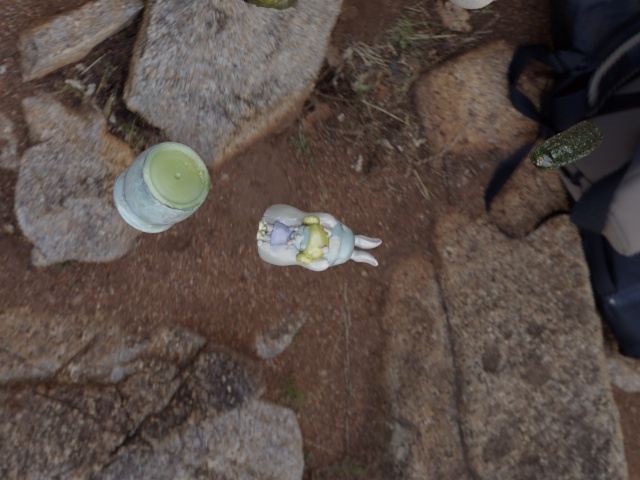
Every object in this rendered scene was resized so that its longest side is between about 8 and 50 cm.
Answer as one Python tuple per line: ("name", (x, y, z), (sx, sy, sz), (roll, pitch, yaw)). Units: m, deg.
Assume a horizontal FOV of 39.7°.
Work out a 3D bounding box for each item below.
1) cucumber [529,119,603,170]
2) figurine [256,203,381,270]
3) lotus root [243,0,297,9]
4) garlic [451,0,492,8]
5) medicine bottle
("cucumber", (0.447, -0.169, 1.643), (0.068, 0.294, 0.067), (13, 113, 32))
("figurine", (0.000, 0.000, 1.765), (0.236, 0.155, 0.127), (9, 76, 7))
("lotus root", (-0.067, -0.572, 1.669), (0.152, 0.160, 0.274), (-1, 117, -40))
("garlic", (0.267, -0.534, 1.604), (0.228, 0.152, 0.227), (-5, 97, -45))
("medicine bottle", (-0.300, -0.099, 1.673), (0.147, 0.143, 0.147), (12, 68, -32))
